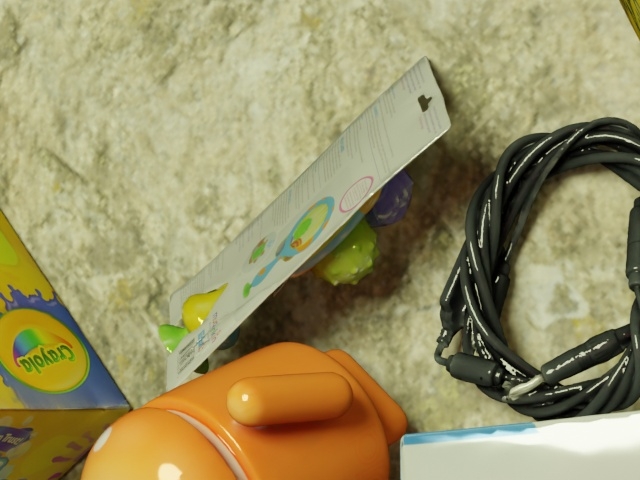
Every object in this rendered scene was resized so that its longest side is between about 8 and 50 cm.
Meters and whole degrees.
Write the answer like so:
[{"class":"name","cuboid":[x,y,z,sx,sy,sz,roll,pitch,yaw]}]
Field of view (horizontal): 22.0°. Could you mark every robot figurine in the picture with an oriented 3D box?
[{"class":"robot figurine","cuboid":[-0.048,0.136,0.955,0.158,0.219,0.128,-10,100,47]}]

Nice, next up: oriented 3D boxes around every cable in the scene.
[{"class":"cable","cuboid":[0.148,0.014,0.960,0.151,0.047,0.184,24,86,40]}]

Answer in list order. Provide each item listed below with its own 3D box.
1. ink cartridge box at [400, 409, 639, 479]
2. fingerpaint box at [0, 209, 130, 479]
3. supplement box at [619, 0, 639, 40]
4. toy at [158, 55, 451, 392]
[{"class":"ink cartridge box","cuboid":[0.141,0.140,0.884,0.140,0.191,0.082,-9,79,23]},{"class":"fingerpaint box","cuboid":[-0.375,0.008,0.991,0.163,0.445,0.371,-43,70,15]},{"class":"supplement box","cuboid":[0.326,-0.171,0.798,0.357,0.194,0.195,-27,66,10]},{"class":"toy","cuboid":[0.000,0.000,1.022,0.237,0.137,0.056,-40,111,14]}]
